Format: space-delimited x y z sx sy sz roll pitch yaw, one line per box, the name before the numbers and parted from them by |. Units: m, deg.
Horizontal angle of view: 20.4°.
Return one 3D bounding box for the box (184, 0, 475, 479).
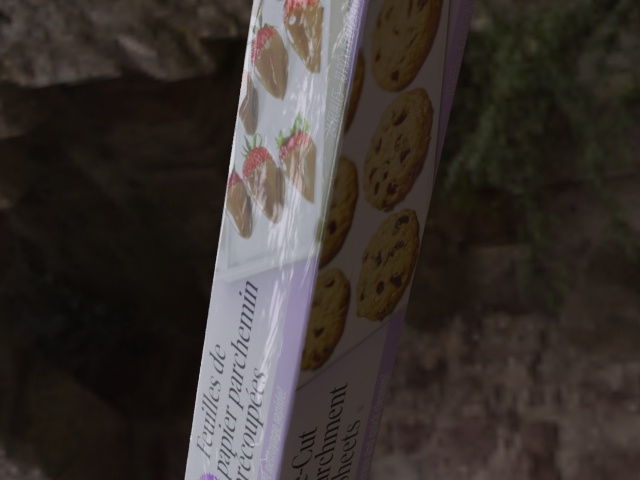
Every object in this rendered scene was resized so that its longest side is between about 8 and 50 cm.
box | 0.000 0.000 0.742 0.067 0.063 0.324 -18 -46 -36
